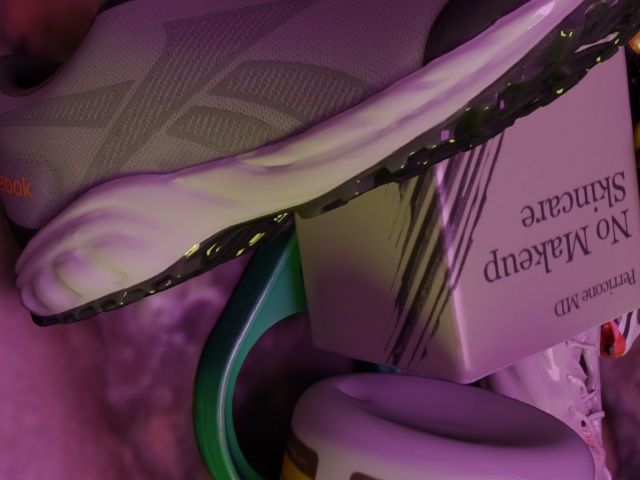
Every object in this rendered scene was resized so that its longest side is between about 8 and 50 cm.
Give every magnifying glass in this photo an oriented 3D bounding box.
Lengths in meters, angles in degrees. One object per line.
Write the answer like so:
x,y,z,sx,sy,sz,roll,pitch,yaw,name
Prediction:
0.000,0.000,0.658,0.092,0.026,0.231,5,92,-35,magnifying glass

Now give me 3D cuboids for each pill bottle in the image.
0.029,0.167,0.623,0.117,0.117,0.215,5,101,-35,pill bottle

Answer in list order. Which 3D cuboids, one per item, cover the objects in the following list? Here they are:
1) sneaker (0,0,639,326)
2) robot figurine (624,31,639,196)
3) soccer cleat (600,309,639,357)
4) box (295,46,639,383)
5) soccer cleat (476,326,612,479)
-0.010,-0.059,0.510,0.100,0.271,0.108,-22,90,-59,sneaker
0.143,-0.115,0.650,0.085,0.211,0.291,-12,98,-13,robot figurine
0.133,0.015,0.751,0.036,0.029,0.083,-31,116,-38,soccer cleat
0.044,-0.095,0.603,0.113,0.094,0.275,-21,108,-35,box
0.101,0.093,0.707,0.068,0.076,0.196,9,90,-35,soccer cleat
